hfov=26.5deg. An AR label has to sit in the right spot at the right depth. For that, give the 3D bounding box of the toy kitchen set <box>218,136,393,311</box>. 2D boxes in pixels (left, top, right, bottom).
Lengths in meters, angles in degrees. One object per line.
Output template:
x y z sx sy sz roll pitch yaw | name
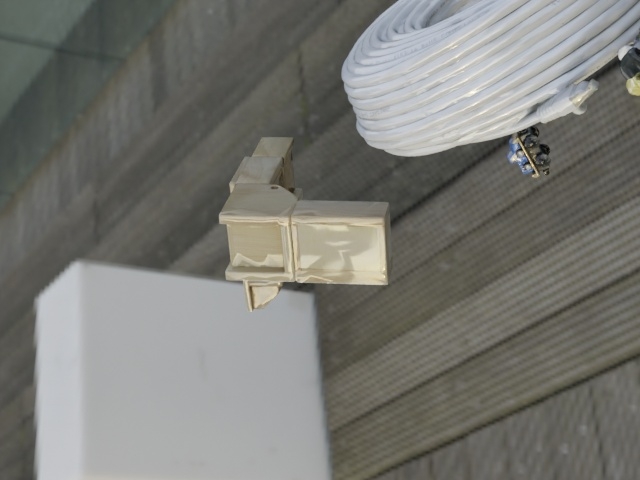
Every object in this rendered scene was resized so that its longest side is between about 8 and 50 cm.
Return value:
0.000 0.000 0.629 0.083 0.075 0.068 -69 -23 -59 | toy kitchen set

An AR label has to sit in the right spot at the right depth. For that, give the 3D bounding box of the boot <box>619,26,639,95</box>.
0.174 -0.017 0.510 0.178 0.236 0.085 45 131 17 | boot

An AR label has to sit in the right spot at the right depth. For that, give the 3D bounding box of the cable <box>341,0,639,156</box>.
0.131 -0.158 1.018 0.257 0.089 0.257 -21 21 32 | cable

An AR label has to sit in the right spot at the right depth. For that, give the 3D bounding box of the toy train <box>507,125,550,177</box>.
0.161 -0.116 1.213 0.036 0.158 0.027 -25 28 21 | toy train
